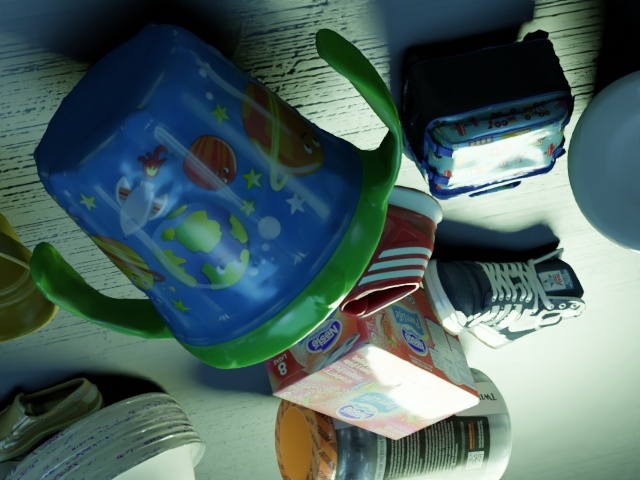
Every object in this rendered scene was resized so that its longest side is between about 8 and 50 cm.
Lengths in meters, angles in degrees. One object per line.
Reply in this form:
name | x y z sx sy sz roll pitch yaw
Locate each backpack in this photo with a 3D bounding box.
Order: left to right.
backpack | 0.155 -0.101 0.977 0.158 0.116 0.173 -12 151 -7

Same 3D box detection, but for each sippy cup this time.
sippy cup | -0.101 -0.049 0.832 0.224 0.240 0.305 43 80 -31

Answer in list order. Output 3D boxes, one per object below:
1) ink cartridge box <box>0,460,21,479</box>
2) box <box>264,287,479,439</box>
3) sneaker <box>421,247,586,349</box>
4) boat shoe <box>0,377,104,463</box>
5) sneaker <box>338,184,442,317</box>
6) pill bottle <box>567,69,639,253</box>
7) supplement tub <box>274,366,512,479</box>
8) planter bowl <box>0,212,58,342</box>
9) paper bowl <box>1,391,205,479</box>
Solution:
ink cartridge box | -0.422 0.388 1.515 0.198 0.067 0.115 18 135 -41
box | 0.060 0.133 1.262 0.142 0.154 0.300 -30 147 21
sneaker | 0.239 0.060 1.279 0.153 0.099 0.282 -25 155 22
boat shoe | -0.378 0.223 1.291 0.190 0.068 0.072 -25 136 -7
sneaker | 0.000 0.000 0.984 0.221 0.128 0.087 7 153 15
pill bottle | 0.318 -0.076 0.957 0.160 0.160 0.283 -26 178 15
supplement tub | 0.105 0.287 1.485 0.316 0.193 0.193 1 144 -28
planter bowl | -0.350 0.015 0.929 0.217 0.090 0.217 -3 151 -2
paper bowl | -0.282 0.342 1.352 0.284 0.148 0.284 -33 162 -12
